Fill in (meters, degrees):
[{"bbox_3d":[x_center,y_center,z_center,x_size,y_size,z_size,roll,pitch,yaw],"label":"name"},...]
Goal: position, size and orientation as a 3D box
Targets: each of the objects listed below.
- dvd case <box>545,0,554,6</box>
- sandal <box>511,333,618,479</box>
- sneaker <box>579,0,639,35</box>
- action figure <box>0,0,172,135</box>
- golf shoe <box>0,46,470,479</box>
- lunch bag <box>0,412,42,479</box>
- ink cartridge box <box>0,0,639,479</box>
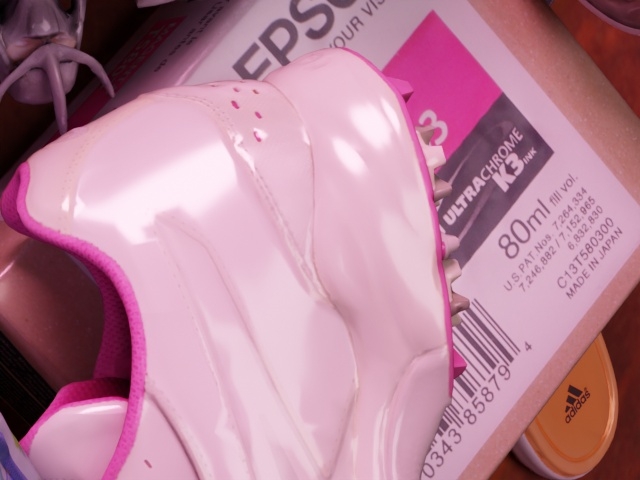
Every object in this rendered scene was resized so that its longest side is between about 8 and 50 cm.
[{"bbox_3d":[0.092,-0.214,0.901,0.164,0.018,0.221,51,58,-31],"label":"dvd case"},{"bbox_3d":[0.093,-0.002,0.863,0.102,0.076,0.265,-50,123,-32],"label":"sandal"},{"bbox_3d":[0.072,-0.202,0.730,0.290,0.106,0.123,55,38,7],"label":"sneaker"},{"bbox_3d":[-0.115,-0.172,0.630,0.185,0.099,0.285,-12,91,-26],"label":"action figure"},{"bbox_3d":[-0.019,0.099,0.603,0.140,0.115,0.306,-9,88,-18],"label":"golf shoe"},{"bbox_3d":[-0.162,0.028,0.502,0.090,0.176,0.219,-48,155,-16],"label":"lunch bag"},{"bbox_3d":[0.000,0.000,0.714,0.193,0.088,0.235,47,69,-21],"label":"ink cartridge box"}]
